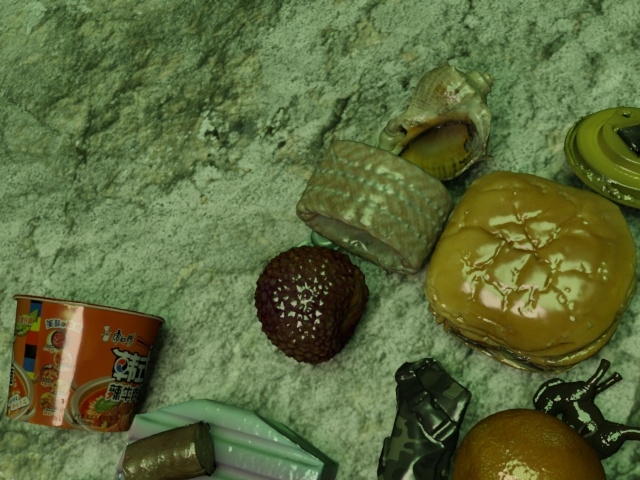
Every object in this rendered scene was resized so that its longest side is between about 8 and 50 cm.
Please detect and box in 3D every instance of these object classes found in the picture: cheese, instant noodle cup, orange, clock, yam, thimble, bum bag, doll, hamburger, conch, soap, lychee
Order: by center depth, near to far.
[{"bbox_3d":[0.283,0.327,1.039,0.206,0.206,0.205,-5,68,13],"label":"orange"},{"bbox_3d":[0.381,0.257,1.116,0.165,0.057,0.139,-31,66,12],"label":"doll"},{"bbox_3d":[-0.223,0.318,1.125,0.127,0.084,0.084,-16,66,6],"label":"yam"},{"bbox_3d":[0.134,0.338,1.126,0.144,0.095,0.340,0,65,46],"label":"bum bag"},{"bbox_3d":[0.319,0.048,1.160,0.319,0.158,0.318,-7,67,17],"label":"hamburger"},{"bbox_3d":[-0.146,0.356,1.191,0.324,0.109,0.192,10,72,19],"label":"soap"},{"bbox_3d":[0.501,-0.143,1.193,0.237,0.057,0.237,1,49,-1],"label":"clock"},{"bbox_3d":[-0.024,0.093,1.225,0.188,0.188,0.188,-5,68,13],"label":"lychee"},{"bbox_3d":[0.086,-0.051,1.236,0.229,0.196,0.148,29,75,-2],"label":"thimble"},{"bbox_3d":[-0.393,0.203,1.261,0.251,0.250,0.192,5,80,17],"label":"instant noodle cup"},{"bbox_3d":[0.199,-0.182,1.285,0.245,0.163,0.178,-35,46,13],"label":"conch"},{"bbox_3d":[0.000,0.000,1.338,0.121,0.026,0.067,-38,64,-2],"label":"cheese"}]
